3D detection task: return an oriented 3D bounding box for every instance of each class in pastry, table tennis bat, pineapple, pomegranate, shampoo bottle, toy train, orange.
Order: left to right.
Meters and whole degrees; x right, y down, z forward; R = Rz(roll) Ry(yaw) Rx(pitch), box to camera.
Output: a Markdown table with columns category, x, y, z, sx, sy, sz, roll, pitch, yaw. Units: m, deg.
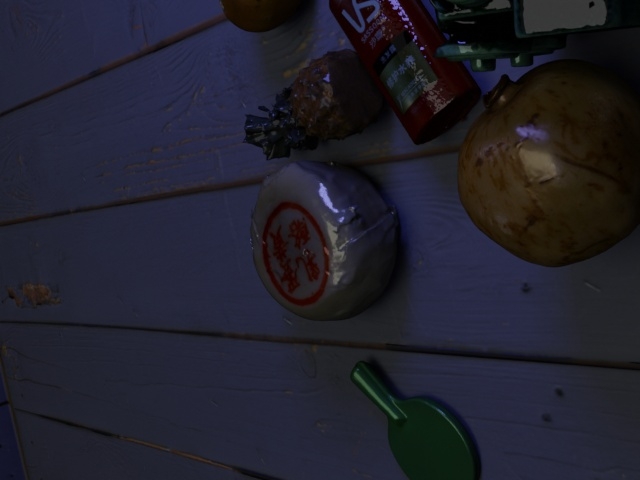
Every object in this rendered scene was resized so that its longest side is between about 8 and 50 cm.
| category | x | y | z | sx | sy | sz | roll | pitch | yaw |
| --- | --- | --- | --- | --- | --- | --- | --- | --- | --- |
| orange | -0.086 | -0.388 | 1.224 | 0.156 | 0.134 | 0.157 | -171 | 90 | -85 |
| pineapple | -0.021 | -0.191 | 1.217 | 0.248 | 0.128 | 0.128 | -16 | 90 | 52 |
| pastry | -0.001 | 0.001 | 1.246 | 0.264 | 0.133 | 0.265 | 15 | 109 | 48 |
| shampoo bottle | 0.091 | -0.282 | 1.092 | 0.314 | 0.076 | 0.118 | 61 | 140 | 15 |
| table tennis bat | 0.138 | 0.284 | 1.253 | 0.257 | 0.039 | 0.160 | 45 | 132 | 22 |
| pomegranate | 0.244 | -0.085 | 0.868 | 0.215 | 0.215 | 0.215 | 18 | 115 | 44 |
| toy train | 0.231 | -0.253 | 0.792 | 0.238 | 0.299 | 0.167 | 2 | 105 | 34 |
